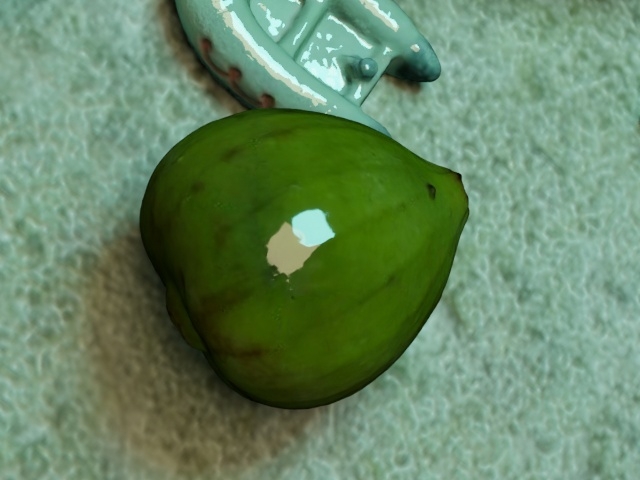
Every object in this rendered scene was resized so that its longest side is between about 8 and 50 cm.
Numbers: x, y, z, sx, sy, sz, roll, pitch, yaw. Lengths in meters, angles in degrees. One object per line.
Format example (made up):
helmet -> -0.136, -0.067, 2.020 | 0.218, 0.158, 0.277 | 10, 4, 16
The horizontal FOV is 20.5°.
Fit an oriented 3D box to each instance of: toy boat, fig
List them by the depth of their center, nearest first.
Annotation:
fig -> 0.000, 0.000, 1.170 | 0.225, 0.203, 0.203 | -25, 84, -15
toy boat -> -0.011, -0.153, 1.275 | 0.208, 0.079, 0.134 | 37, 71, -6
